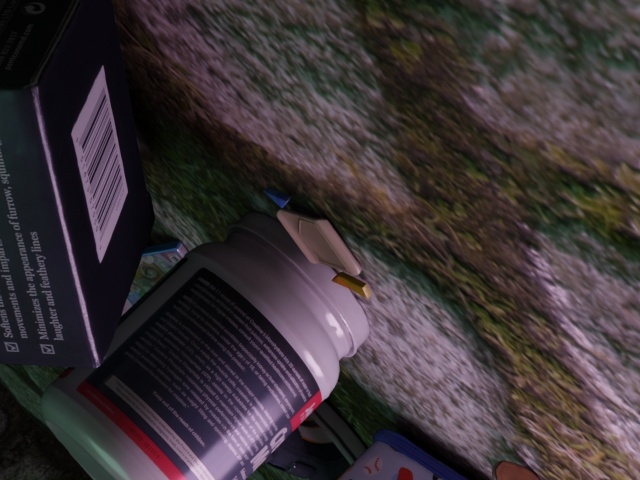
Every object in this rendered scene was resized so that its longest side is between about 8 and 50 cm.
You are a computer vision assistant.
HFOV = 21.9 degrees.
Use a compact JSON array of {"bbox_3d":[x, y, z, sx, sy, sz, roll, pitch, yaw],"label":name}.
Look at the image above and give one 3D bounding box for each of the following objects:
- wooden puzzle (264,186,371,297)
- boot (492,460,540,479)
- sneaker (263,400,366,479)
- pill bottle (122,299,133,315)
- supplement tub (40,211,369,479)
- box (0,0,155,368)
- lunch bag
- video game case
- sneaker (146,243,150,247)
[{"bbox_3d":[0.000,0.000,1.454,0.078,0.014,0.116,18,149,49],"label":"wooden puzzle"},{"bbox_3d":[0.179,0.241,1.539,0.118,0.042,0.087,52,165,-18],"label":"boot"},{"bbox_3d":[-0.063,0.204,1.896,0.321,0.127,0.126,52,161,-26],"label":"sneaker"},{"bbox_3d":[-0.307,0.074,2.273,0.120,0.067,0.067,27,155,47],"label":"pill bottle"},{"bbox_3d":[-0.106,0.124,1.542,0.191,0.272,0.191,41,163,15],"label":"supplement tub"},{"bbox_3d":[-0.368,-0.074,1.384,0.395,0.212,0.293,3,130,9],"label":"box"},{"bbox_3d":[0.145,0.341,1.736,0.243,0.115,0.303,27,157,34],"label":"lunch bag"},{"bbox_3d":[-0.167,0.071,1.924,0.119,0.015,0.166,-10,129,34],"label":"video game case"},{"bbox_3d":[-0.329,-0.040,2.003,0.299,0.112,0.121,27,175,15],"label":"sneaker"}]
